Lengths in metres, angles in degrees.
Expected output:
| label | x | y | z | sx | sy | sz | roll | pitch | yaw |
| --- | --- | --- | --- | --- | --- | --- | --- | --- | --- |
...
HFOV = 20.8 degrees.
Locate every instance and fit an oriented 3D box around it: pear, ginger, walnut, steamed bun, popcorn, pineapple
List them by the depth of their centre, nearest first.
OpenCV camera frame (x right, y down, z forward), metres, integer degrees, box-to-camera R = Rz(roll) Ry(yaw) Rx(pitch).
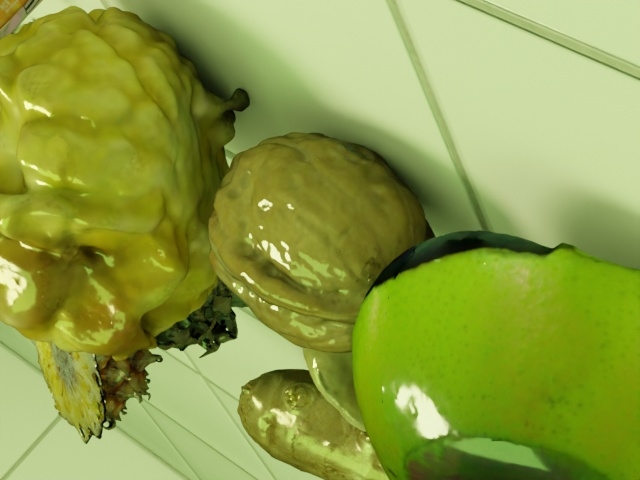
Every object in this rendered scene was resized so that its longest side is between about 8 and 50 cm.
| label | x | y | z | sx | sy | sz | roll | pitch | yaw |
| --- | --- | --- | --- | --- | --- | --- | --- | --- | --- |
| pear | 0.189 | 0.175 | 1.438 | 0.398 | 0.165 | 0.399 | 17 | 149 | 11 |
| walnut | 0.000 | 0.000 | 1.604 | 0.245 | 0.198 | 0.198 | 40 | 167 | 38 |
| popcorn | -0.254 | -0.058 | 1.741 | 0.381 | 0.349 | 0.349 | -5 | 146 | 16 |
| steamed bun | 0.068 | 0.100 | 1.797 | 0.141 | 0.172 | 0.155 | 55 | 179 | -12 |
| pineapple | -0.203 | 0.086 | 2.162 | 0.262 | 0.271 | 0.262 | 43 | 142 | 46 |
| ginger | 0.057 | 0.295 | 2.292 | 0.375 | 0.166 | 0.236 | 40 | 156 | 26 |

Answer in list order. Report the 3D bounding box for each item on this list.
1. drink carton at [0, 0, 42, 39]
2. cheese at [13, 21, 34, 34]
| label | x | y | z | sx | sy | sz | roll | pitch | yaw |
| --- | --- | --- | --- | --- | --- | --- | --- | --- | --- |
| drink carton | -0.395 | -0.318 | 1.851 | 0.223 | 0.096 | 0.071 | 42 | 164 | -4 |
| cheese | -0.331 | -0.201 | 2.107 | 0.065 | 0.043 | 0.194 | 31 | 161 | 10 |
